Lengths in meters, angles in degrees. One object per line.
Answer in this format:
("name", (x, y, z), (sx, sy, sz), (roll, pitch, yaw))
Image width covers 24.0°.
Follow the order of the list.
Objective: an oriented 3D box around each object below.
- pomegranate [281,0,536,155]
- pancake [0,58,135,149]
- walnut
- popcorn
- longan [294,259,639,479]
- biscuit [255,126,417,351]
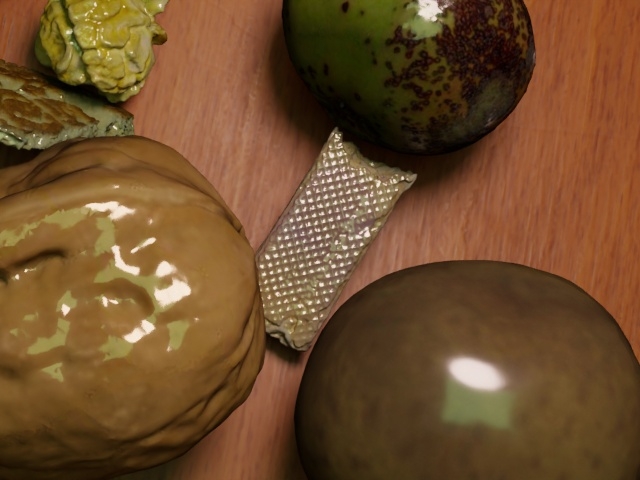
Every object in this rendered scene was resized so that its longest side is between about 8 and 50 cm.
("pomegranate", (0.126, -0.263, 1.656), (0.285, 0.285, 0.340), (35, 74, 0))
("pancake", (-0.349, -0.139, 1.588), (0.377, 0.197, 0.054), (10, 115, -32))
("walnut", (-0.242, 0.069, 1.505), (0.384, 0.383, 0.383), (2, 78, -8))
("popcorn", (-0.240, -0.226, 1.656), (0.162, 0.135, 0.141), (-15, 59, 0))
("longan", (0.154, 0.179, 1.548), (0.361, 0.361, 0.361), (2, 78, -8))
("biscuit", (0.000, 0.000, 1.662), (0.108, 0.062, 0.239), (32, 88, -3))
